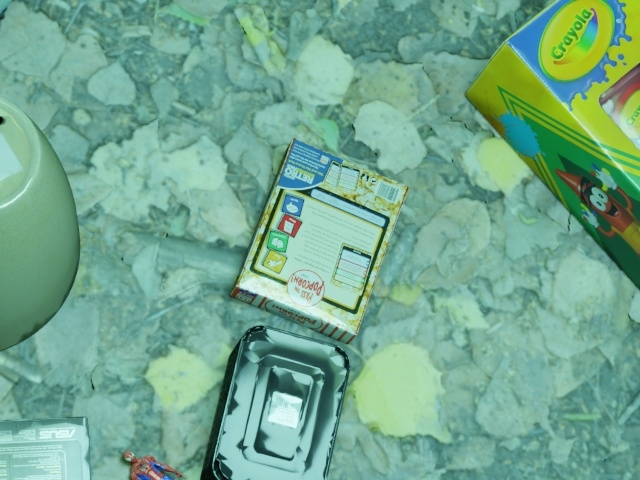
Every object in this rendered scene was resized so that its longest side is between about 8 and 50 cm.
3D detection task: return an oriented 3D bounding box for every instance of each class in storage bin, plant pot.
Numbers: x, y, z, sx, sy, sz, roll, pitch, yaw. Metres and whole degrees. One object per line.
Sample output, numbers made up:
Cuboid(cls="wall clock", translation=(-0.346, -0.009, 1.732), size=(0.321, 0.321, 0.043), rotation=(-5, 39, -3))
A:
Cuboid(cls="storage bin", translation=(-0.048, 0.194, 1.889), size=(0.122, 0.084, 0.180), rotation=(16, 69, -8))
Cuboid(cls="plant pot", translation=(-0.357, -0.041, 1.792), size=(0.256, 0.274, 0.256), rotation=(5, 70, -13))

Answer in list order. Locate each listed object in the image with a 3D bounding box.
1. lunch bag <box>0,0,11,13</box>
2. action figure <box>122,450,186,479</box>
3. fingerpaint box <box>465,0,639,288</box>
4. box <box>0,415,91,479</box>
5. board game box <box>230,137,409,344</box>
Cuboid(cls="lunch bag", translation=(-0.427, -0.262, 1.879), size=(0.108, 0.224, 0.279), rotation=(40, 66, 2))
Cuboid(cls="action figure", translation=(-0.162, 0.260, 1.868), size=(0.115, 0.030, 0.038), rotation=(37, 72, 3))
Cuboid(cls="fingerpaint box", translation=(0.464, -0.193, 2.108), size=(0.445, 0.163, 0.371), rotation=(-38, 84, -23))
Cuboid(cls="box", translation=(-0.347, 0.277, 1.800), size=(0.231, 0.056, 0.183), rotation=(-2, 72, -14))
Cuboid(cls="board game box", translation=(0.000, 0.000, 1.989), size=(0.147, 0.045, 0.193), rotation=(23, 67, -5))
